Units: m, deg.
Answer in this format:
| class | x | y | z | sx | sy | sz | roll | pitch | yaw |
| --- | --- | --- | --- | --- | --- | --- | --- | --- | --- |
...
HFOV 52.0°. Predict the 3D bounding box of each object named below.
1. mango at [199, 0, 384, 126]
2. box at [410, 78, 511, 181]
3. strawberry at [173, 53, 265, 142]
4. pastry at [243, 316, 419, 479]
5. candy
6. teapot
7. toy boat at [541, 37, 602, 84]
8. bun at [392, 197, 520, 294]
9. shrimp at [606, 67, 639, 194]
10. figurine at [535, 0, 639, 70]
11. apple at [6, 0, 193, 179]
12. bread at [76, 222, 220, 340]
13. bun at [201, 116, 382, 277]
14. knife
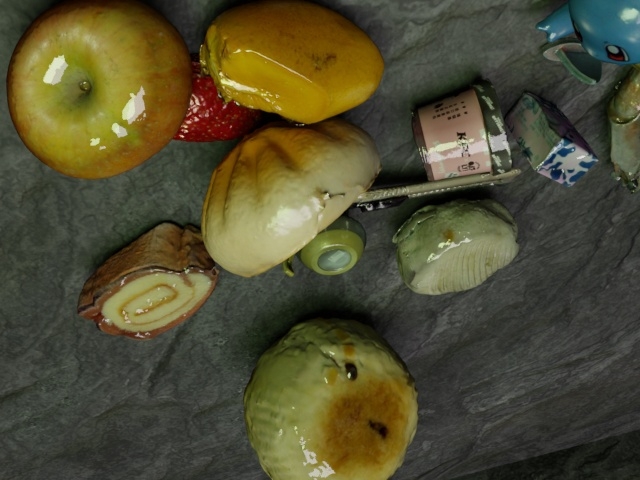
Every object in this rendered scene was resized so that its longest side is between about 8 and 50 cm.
| class | x | y | z | sx | sy | sz | roll | pitch | yaw |
| --- | --- | --- | --- | --- | --- | --- | --- | --- | --- |
| mango | -0.029 | -0.239 | 0.869 | 0.252 | 0.154 | 0.126 | 0 | 157 | -19 |
| box | 0.218 | -0.166 | 1.042 | 0.135 | 0.151 | 0.151 | -12 | 140 | 11 |
| strawberry | -0.161 | -0.187 | 0.953 | 0.187 | 0.082 | 0.146 | 12 | 139 | -35 |
| pastry | 0.015 | 0.351 | 1.412 | 0.388 | 0.388 | 0.312 | 8 | 174 | -26 |
| candy | 0.371 | -0.169 | 1.071 | 0.092 | 0.160 | 0.073 | 17 | 127 | -24 |
| teapot | 0.000 | 0.000 | 1.172 | 0.165 | 0.119 | 0.130 | -30 | 135 | 19 |
| toy boat | 0.401 | -0.264 | 1.000 | 0.096 | 0.122 | 0.034 | -4 | 137 | -14 |
| bun | 0.247 | 0.006 | 1.244 | 0.239 | 0.141 | 0.239 | -12 | 145 | -9 |
| shrimp | 0.614 | -0.219 | 1.164 | 0.247 | 0.085 | 0.360 | -16 | 136 | -10 |
| figurine | 0.487 | -0.289 | 0.880 | 0.416 | 0.298 | 0.243 | -21 | 145 | -27 |
| apple | -0.266 | -0.190 | 0.819 | 0.235 | 0.173 | 0.210 | -16 | 100 | 14 |
| bread | -0.281 | 0.070 | 1.161 | 0.244 | 0.123 | 0.190 | -30 | 139 | 17 |
| bun | -0.061 | -0.088 | 0.965 | 0.299 | 0.299 | 0.165 | -36 | 103 | 22 |
| knife | 0.194 | -0.089 | 1.154 | 0.365 | 0.043 | 0.089 | -9 | -177 | -17 |
